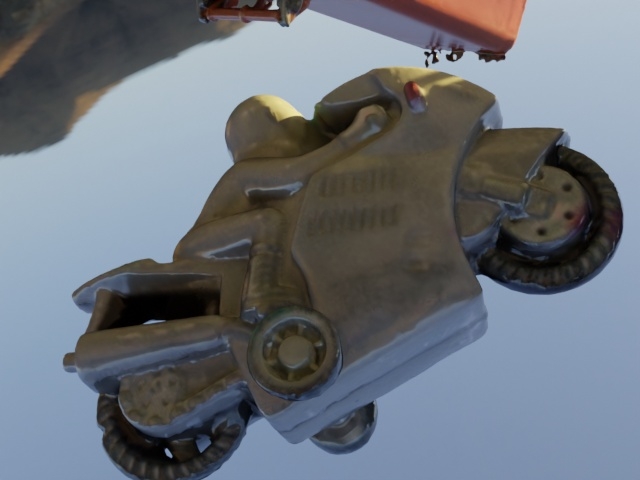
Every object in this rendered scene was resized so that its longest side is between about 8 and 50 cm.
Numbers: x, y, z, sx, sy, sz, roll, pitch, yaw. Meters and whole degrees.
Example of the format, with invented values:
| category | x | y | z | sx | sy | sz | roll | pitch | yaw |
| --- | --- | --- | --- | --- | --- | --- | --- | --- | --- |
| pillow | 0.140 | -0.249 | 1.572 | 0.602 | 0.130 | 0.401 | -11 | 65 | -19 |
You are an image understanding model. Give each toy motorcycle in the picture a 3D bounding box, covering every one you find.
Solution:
| category | x | y | z | sx | sy | sz | roll | pitch | yaw |
| --- | --- | --- | --- | --- | --- | --- | --- | --- | --- |
| toy motorcycle | 0.000 | 0.000 | 0.484 | 0.260 | 0.110 | 0.171 | -27 | -118 | 0 |

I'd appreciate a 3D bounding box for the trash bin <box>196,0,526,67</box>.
| category | x | y | z | sx | sy | sz | roll | pitch | yaw |
| --- | --- | --- | --- | --- | --- | --- | --- | --- | --- |
| trash bin | 0.041 | -0.213 | 0.751 | 0.238 | 0.184 | 0.161 | 17 | 180 | -40 |
